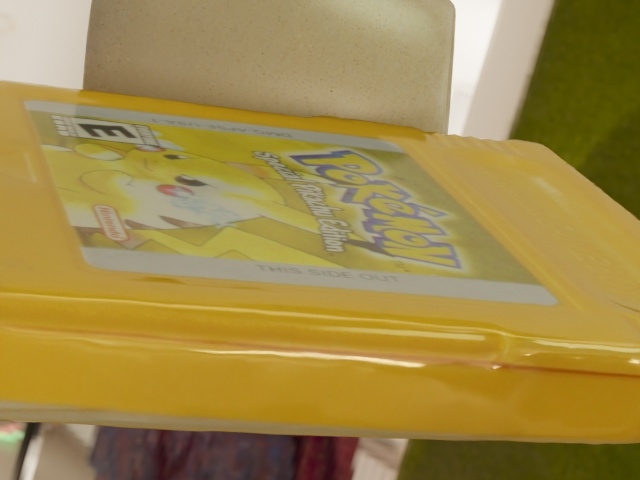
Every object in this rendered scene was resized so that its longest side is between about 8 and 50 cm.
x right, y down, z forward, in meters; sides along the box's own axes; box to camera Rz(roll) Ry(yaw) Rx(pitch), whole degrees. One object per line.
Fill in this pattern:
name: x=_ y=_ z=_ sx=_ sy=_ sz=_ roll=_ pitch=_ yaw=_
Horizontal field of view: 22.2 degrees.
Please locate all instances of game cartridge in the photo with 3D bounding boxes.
game cartridge: x=0.000 y=0.000 z=0.694 sx=0.323 sy=0.053 sz=0.285 roll=3 pitch=20 yaw=-18

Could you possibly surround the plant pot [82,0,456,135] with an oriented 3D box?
plant pot: x=-0.018 y=-0.084 z=0.984 sx=0.190 sy=0.284 sz=0.284 roll=4 pitch=1 yaw=5
